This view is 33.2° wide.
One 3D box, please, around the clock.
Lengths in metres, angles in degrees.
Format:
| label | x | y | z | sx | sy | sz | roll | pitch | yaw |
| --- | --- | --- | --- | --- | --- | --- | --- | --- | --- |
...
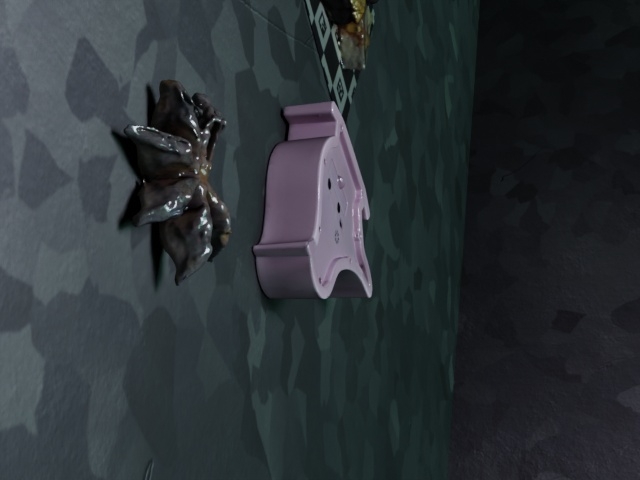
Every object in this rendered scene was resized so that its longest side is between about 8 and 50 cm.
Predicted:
| label | x | y | z | sx | sy | sz | roll | pitch | yaw |
| --- | --- | --- | --- | --- | --- | --- | --- | --- | --- |
| clock | 0.000 | 0.000 | 1.488 | 0.290 | 0.080 | 0.275 | 67 | 27 | -47 |

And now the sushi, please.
| label | x | y | z | sx | sy | sz | roll | pitch | yaw |
| --- | --- | --- | --- | --- | --- | --- | --- | --- | --- |
| sushi | 0.058 | -0.417 | 1.755 | 0.359 | 0.064 | 0.343 | -75 | 156 | -45 |

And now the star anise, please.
| label | x | y | z | sx | sy | sz | roll | pitch | yaw |
| --- | --- | --- | --- | --- | --- | --- | --- | --- | --- |
| star anise | -0.138 | -0.059 | 1.077 | 0.172 | 0.063 | 0.207 | -5 | 92 | -71 |
